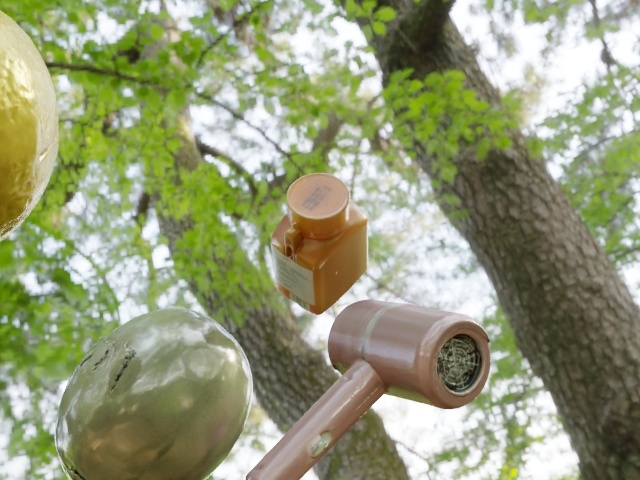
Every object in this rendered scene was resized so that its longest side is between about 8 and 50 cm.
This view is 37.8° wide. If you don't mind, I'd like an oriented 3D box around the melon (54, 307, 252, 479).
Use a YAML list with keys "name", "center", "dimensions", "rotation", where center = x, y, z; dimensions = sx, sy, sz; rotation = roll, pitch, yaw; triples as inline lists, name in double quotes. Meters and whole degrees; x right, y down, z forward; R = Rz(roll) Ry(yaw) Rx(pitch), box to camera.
- name: "melon"
  center: [-0.255, 0.255, 1.408]
  dimensions: [0.330, 0.268, 0.268]
  rotation: [-46, -17, -26]

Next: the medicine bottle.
- name: "medicine bottle"
  center: [-0.001, 0.000, 1.547]
  dimensions: [0.149, 0.112, 0.222]
  rotation: [-43, -29, -28]

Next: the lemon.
- name: "lemon"
  center: [-0.477, -0.134, 1.113]
  dimensions: [0.347, 0.348, 0.348]
  rotation: [-12, -29, -7]

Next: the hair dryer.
- name: "hair dryer"
  center: [0.043, 0.219, 1.199]
  dimensions: [0.352, 0.125, 0.210]
  rotation: [-43, 24, -24]
